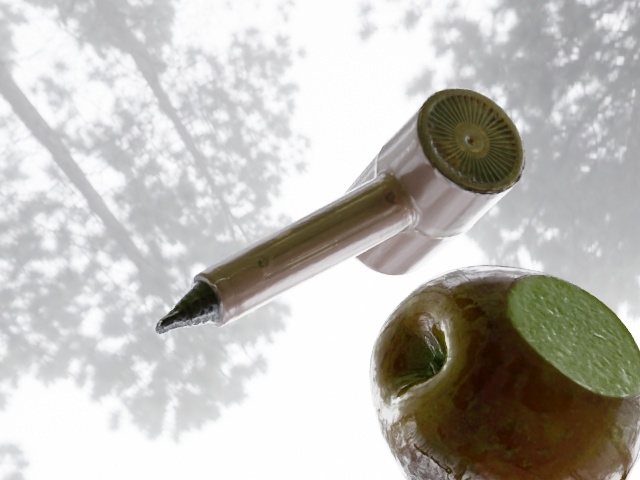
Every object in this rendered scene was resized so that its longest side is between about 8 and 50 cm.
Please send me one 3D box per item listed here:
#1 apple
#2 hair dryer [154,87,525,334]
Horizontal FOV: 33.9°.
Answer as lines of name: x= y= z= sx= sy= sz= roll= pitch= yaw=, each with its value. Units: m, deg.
apple: x=0.071 y=0.065 z=0.424 sx=0.102 sy=0.099 sz=0.114 roll=26 pitch=-140 yaw=-13
hair dryer: x=0.000 y=0.000 z=0.872 sx=0.344 sy=0.189 sz=0.107 roll=-26 pitch=-101 yaw=-32
